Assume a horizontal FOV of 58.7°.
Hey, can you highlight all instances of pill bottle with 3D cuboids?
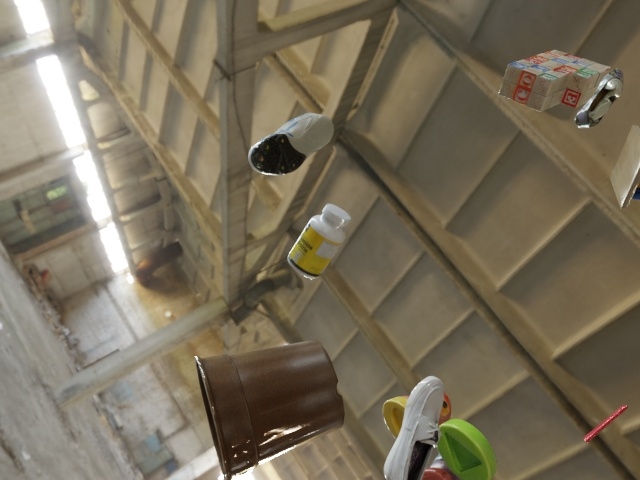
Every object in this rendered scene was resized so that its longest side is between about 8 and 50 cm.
[{"bbox_3d":[0.000,0.000,1.469,0.103,0.103,0.184,45,-67,32],"label":"pill bottle"}]

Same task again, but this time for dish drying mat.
[{"bbox_3d":[0.445,0.286,0.887,0.008,0.083,0.032,50,7,25],"label":"dish drying mat"}]

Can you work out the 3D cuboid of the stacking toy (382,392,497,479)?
[{"bbox_3d":[0.298,0.451,1.186,0.280,0.131,0.308,-11,-78,57],"label":"stacking toy"}]

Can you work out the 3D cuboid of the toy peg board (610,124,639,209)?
[{"bbox_3d":[0.807,-0.179,1.424,0.079,0.161,0.160,11,-53,10],"label":"toy peg board"}]

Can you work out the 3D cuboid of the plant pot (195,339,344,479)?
[{"bbox_3d":[-0.066,0.212,0.755,0.167,0.165,0.166,166,-90,-73],"label":"plant pot"}]

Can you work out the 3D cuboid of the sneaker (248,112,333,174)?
[{"bbox_3d":[-0.064,-0.187,1.118,0.086,0.237,0.085,1,-64,38],"label":"sneaker"}]

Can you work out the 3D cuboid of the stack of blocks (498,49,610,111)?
[{"bbox_3d":[0.645,-0.437,1.560,0.171,0.297,0.087,34,-48,31],"label":"stack of blocks"}]

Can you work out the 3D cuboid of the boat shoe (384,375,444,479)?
[{"bbox_3d":[0.160,0.309,0.904,0.066,0.184,0.063,34,-10,-28],"label":"boat shoe"}]

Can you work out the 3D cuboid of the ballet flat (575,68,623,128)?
[{"bbox_3d":[0.451,-0.224,0.898,0.041,0.114,0.041,37,-2,1],"label":"ballet flat"}]
